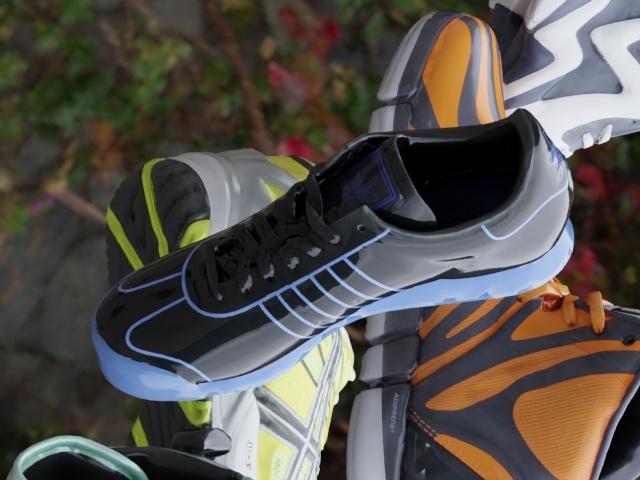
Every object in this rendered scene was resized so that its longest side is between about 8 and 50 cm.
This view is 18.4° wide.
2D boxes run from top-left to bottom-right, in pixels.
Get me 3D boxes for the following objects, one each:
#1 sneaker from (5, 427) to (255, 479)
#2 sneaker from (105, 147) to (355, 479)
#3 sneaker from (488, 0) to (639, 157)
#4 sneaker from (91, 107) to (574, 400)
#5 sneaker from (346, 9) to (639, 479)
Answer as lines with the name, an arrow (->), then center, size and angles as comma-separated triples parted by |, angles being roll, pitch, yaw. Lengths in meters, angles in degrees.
sneaker -> -0.126, 0.134, 0.748 | 0.256, 0.151, 0.094 | -2, -152, 13
sneaker -> -0.040, 0.127, 1.278 | 0.145, 0.147, 0.385 | 26, -57, 47
sneaker -> 0.161, -0.076, 1.274 | 0.235, 0.153, 0.094 | -70, -157, 14
sneaker -> 0.000, 0.000, 0.890 | 0.232, 0.090, 0.081 | -19, -125, 0
sneaker -> 0.123, 0.020, 1.114 | 0.180, 0.124, 0.321 | -4, -104, 27
